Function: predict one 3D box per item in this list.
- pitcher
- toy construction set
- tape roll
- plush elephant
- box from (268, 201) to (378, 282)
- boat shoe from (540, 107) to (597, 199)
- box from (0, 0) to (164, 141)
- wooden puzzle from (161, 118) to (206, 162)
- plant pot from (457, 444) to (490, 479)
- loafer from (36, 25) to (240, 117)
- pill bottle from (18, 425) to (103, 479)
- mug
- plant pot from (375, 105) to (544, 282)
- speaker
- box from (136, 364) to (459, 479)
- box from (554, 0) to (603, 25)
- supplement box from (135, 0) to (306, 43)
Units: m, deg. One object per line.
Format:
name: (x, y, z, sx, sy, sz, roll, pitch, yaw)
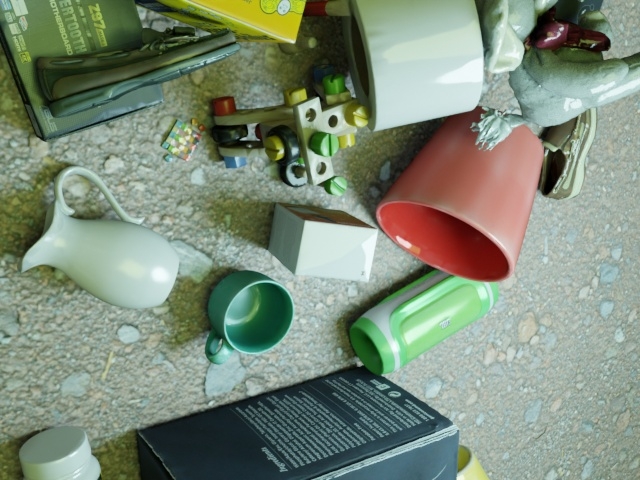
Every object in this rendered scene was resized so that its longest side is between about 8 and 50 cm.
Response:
pitcher: (-0.312, -0.001, 1.082, 0.207, 0.125, 0.177, 23, 75, -24)
toy construction set: (-0.007, -0.219, 1.132, 0.258, 0.237, 0.308, 4, 101, -33)
tape roll: (0.139, -0.309, 1.164, 0.169, 0.246, 0.246, -12, 112, -2)
plush elephant: (0.342, -0.327, 1.156, 0.330, 0.271, 0.255, -30, 120, 10)
box: (0.000, 0.000, 1.225, 0.130, 0.170, 0.090, 7, 100, -21)
boat shoe: (0.518, -0.209, 1.559, 0.095, 0.095, 0.257, -8, 108, -25)
box: (-0.338, -0.274, 1.014, 0.184, 0.059, 0.232, -25, 116, -26)
wooden puzzle: (-0.217, -0.157, 1.156, 0.049, 0.006, 0.083, 31, 86, -35)
plant pot: (0.282, 0.575, 1.552, 0.254, 0.254, 0.238, -23, 99, -26)
loafer: (-0.241, -0.244, 0.976, 0.268, 0.096, 0.084, -23, 102, -10)
pill bottle: (-0.392, 0.403, 1.134, 0.119, 0.119, 0.208, -17, 112, -28)
mug: (-0.135, 0.119, 1.231, 0.158, 0.097, 0.129, -19, 113, -26)
plant pot: (0.271, -0.094, 1.346, 0.275, 0.275, 0.243, 41, 69, -34)
speaker: (0.206, 0.145, 1.439, 0.297, 0.131, 0.131, -27, 116, -24)
box: (-0.035, 0.536, 1.292, 0.472, 0.297, 0.479, -10, 109, -31)
box: (0.374, -0.482, 1.344, 0.271, 0.165, 0.143, 15, 95, -34)
supplement box: (-0.111, -0.476, 1.020, 0.195, 0.194, 0.356, 12, 97, -34)
